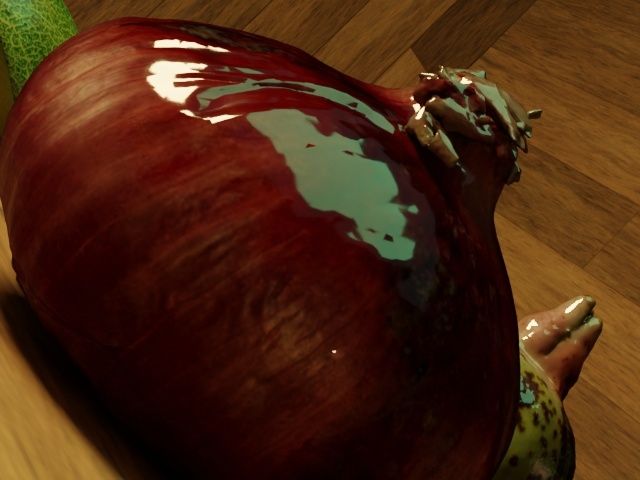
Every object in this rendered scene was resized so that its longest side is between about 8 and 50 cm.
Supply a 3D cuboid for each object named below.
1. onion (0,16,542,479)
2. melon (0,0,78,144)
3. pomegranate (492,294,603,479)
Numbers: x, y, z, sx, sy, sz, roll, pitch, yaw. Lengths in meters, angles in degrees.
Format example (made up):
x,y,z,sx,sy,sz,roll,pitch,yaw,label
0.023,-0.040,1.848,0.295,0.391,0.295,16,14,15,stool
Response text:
x,y,z,sx,sy,sz,roll,pitch,yaw,label
0.000,0.000,0.590,0.347,0.285,0.347,49,7,-8,onion
-0.289,-0.201,0.974,0.265,0.129,0.169,46,-40,26,melon
0.141,0.135,0.883,0.214,0.248,0.214,48,-7,8,pomegranate
